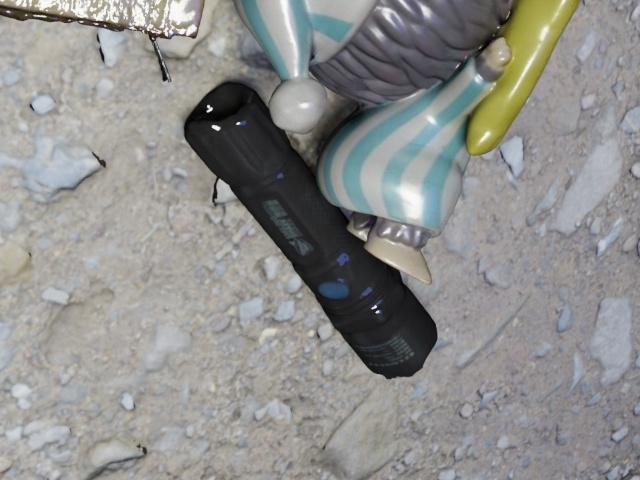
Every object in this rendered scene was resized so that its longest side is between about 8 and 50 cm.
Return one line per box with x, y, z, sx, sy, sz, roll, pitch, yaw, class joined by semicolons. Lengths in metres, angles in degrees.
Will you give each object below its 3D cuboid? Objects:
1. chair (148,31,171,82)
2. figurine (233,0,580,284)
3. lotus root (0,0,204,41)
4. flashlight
-0.144;-0.195;0.968;0.042;0.037;0.086;-25;120;-8;chair
0.002;-0.202;0.970;0.377;0.266;0.361;23;95;-9;figurine
-0.237;-0.213;0.817;0.260;0.170;0.074;7;101;-24;lotus root
0.000;0.000;1.115;0.103;0.103;0.424;-44;128;-8;flashlight
